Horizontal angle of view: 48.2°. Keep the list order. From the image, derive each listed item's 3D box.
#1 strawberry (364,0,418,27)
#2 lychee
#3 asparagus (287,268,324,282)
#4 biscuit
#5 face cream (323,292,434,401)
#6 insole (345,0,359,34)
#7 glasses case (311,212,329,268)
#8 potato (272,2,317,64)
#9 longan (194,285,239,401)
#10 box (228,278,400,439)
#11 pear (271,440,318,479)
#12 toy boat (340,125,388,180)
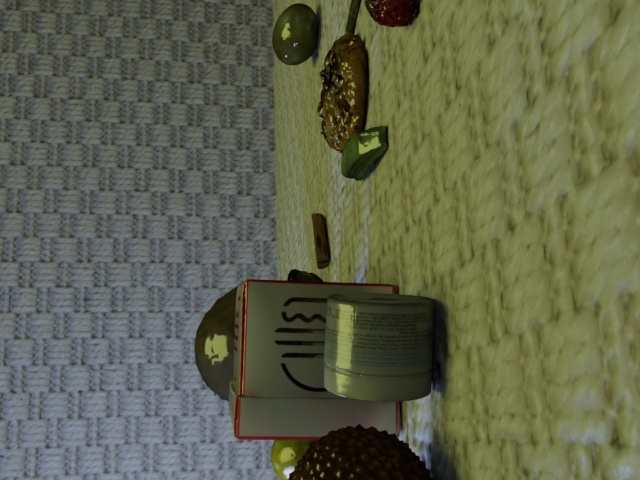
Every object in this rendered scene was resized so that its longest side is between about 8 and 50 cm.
[{"bbox_3d":[0.125,-0.452,1.291,0.145,0.086,0.145,-177,90,-81],"label":"strawberry"},{"bbox_3d":[0.072,0.416,1.087,0.267,0.267,0.267,-179,90,-81],"label":"lychee"},{"bbox_3d":[-0.015,0.166,1.790,0.128,0.108,0.382,42,167,16],"label":"asparagus"},{"bbox_3d":[0.048,-0.365,1.786,0.334,0.081,0.289,-174,84,-79],"label":"biscuit"},{"bbox_3d":[0.095,0.164,1.151,0.177,0.177,0.153,-170,84,-81],"label":"face cream"},{"bbox_3d":[0.087,-0.594,1.765,0.248,0.011,0.081,102,166,-49],"label":"insole"},{"bbox_3d":[0.000,0.000,2.172,0.065,0.041,0.170,84,179,-52],"label":"glasses case"},{"bbox_3d":[-0.088,-0.688,2.426,0.174,0.159,0.251,-65,13,-22],"label":"potato"},{"bbox_3d":[-0.185,0.336,2.194,0.436,0.404,0.404,-113,26,-63],"label":"longan"},{"bbox_3d":[-0.024,0.235,1.466,0.312,0.314,0.300,150,122,-80],"label":"box"},{"bbox_3d":[-0.041,0.593,1.970,0.198,0.198,0.198,-179,90,-81],"label":"pear"},{"bbox_3d":[0.088,-0.194,1.592,0.293,0.055,0.093,140,127,-78],"label":"toy boat"}]
